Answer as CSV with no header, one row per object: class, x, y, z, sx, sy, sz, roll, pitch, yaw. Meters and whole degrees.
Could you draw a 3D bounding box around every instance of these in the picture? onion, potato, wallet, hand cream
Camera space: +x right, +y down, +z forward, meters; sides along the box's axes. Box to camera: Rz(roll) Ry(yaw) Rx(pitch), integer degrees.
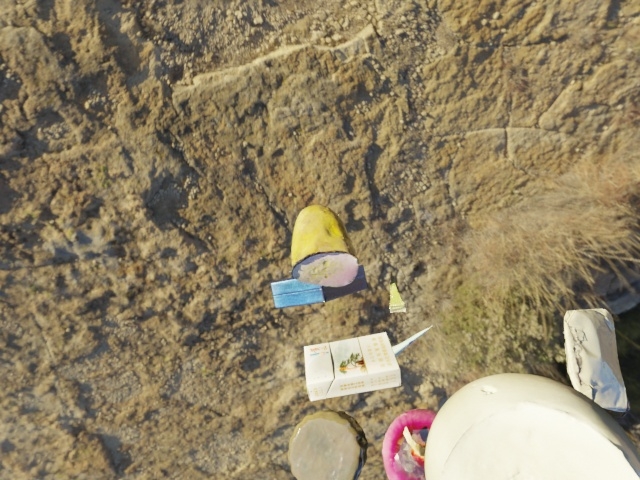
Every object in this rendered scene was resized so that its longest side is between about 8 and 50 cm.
onion,0.213,0.431,0.882,0.178,0.177,0.153,-15,173,-1
potato,0.000,0.000,1.449,0.230,0.265,0.229,-5,142,-4
wallet,0.860,0.368,1.376,0.275,0.334,0.068,17,156,-29
hand cream,0.326,0.445,1.833,0.321,0.067,0.109,-28,162,-21

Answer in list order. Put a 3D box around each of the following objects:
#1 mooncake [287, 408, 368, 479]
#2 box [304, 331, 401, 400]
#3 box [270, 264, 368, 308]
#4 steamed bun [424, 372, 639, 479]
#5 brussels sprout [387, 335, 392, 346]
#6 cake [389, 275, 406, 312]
mooncake,0.026,0.607,1.275,0.228,0.228,0.124,-30,155,10
box,0.077,0.326,1.148,0.234,0.149,0.066,-10,113,-2
box,-0.002,0.177,1.720,0.262,0.116,0.279,-16,173,39
steamed bun,0.329,0.372,0.694,0.324,0.324,0.206,-33,166,13
brussels sprout,0.255,0.515,2.022,0.146,0.183,0.131,-13,106,28
cake,0.245,0.181,1.479,0.055,0.140,0.051,-18,132,5
